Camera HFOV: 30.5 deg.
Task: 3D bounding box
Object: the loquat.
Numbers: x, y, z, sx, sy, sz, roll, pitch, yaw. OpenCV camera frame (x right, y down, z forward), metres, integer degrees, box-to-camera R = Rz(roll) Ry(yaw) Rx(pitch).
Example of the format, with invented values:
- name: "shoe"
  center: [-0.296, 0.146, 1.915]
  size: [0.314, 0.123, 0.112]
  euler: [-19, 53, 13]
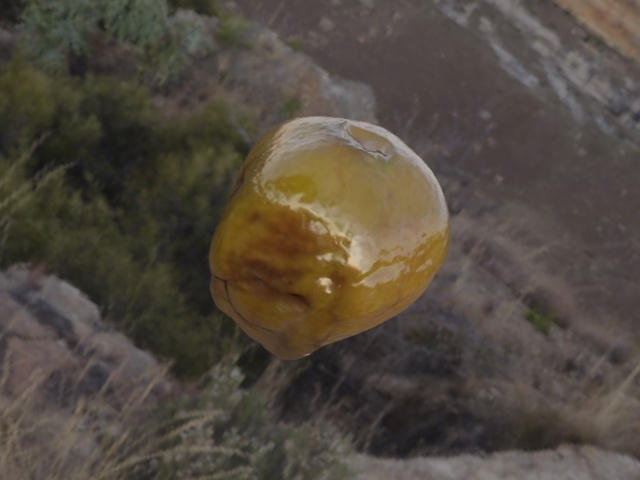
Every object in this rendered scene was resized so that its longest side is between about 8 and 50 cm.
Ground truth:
- name: "loquat"
  center: [0.000, 0.000, 0.615]
  size: [0.113, 0.137, 0.137]
  euler: [44, 21, 15]
